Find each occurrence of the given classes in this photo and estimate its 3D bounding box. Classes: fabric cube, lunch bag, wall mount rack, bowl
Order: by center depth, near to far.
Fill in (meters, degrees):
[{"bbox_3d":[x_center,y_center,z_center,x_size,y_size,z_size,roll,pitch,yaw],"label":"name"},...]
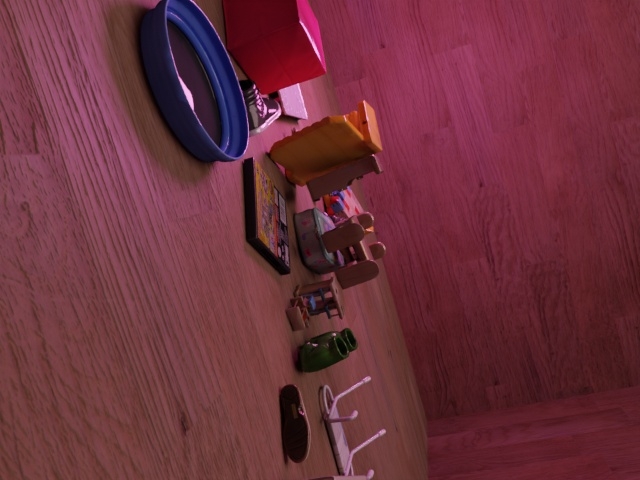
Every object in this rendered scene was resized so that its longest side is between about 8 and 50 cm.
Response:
[{"bbox_3d":[-0.287,-0.369,1.217,0.391,0.077,0.390,-15,90,-77],"label":"bowl"},{"bbox_3d":[0.115,0.614,1.693,0.304,0.131,0.349,-33,109,-76],"label":"wall mount rack"},{"bbox_3d":[-0.153,-0.693,1.730,0.258,0.259,0.253,43,36,-63],"label":"fabric cube"},{"bbox_3d":[0.000,0.000,1.928,0.279,0.108,0.223,40,38,-68],"label":"lunch bag"}]

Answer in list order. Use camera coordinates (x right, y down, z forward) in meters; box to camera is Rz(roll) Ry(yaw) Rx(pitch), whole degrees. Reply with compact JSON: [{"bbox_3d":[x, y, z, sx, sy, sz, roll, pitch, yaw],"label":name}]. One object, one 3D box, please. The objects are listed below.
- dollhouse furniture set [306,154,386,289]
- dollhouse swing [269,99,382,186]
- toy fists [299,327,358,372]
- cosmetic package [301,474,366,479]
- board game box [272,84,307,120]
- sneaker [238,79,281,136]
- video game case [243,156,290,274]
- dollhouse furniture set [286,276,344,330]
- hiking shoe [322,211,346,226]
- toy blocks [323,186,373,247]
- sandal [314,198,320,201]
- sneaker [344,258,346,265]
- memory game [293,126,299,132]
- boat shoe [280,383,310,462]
[{"bbox_3d":[0.152,-0.077,1.848,0.362,0.257,0.393,-38,107,-76],"label":"dollhouse furniture set"},{"bbox_3d":[-0.005,-0.399,1.866,0.305,0.347,0.314,42,34,-48],"label":"dollhouse swing"},{"bbox_3d":[0.016,0.333,1.576,0.096,0.142,0.279,63,12,7],"label":"toy fists"},{"bbox_3d":[0.015,0.633,1.216,0.296,0.153,0.129,50,28,-59],"label":"cosmetic package"},{"bbox_3d":[-0.167,-0.691,2.118,0.390,0.051,0.389,-43,118,-76],"label":"board game box"},{"bbox_3d":[-0.199,-0.431,1.575,0.295,0.105,0.146,-73,152,-58],"label":"sneaker"},{"bbox_3d":[-0.156,-0.068,1.524,0.248,0.035,0.274,54,26,-58],"label":"video game case"},{"bbox_3d":[-0.010,0.218,1.605,0.183,0.130,0.128,-68,142,-70],"label":"dollhouse furniture set"},{"bbox_3d":[0.043,-0.011,2.149,0.086,0.114,0.226,-31,138,-48],"label":"hiking shoe"},{"bbox_3d":[0.105,-0.150,2.449,0.260,0.191,0.381,56,21,-25],"label":"toy blocks"},{"bbox_3d":[-0.039,-0.288,2.194,0.097,0.055,0.254,-85,156,-55],"label":"sandal"},{"bbox_3d":[0.111,0.071,2.279,0.079,0.121,0.216,-75,148,-66],"label":"sneaker"},{"bbox_3d":[-0.062,-0.408,2.207,0.186,0.012,0.186,54,9,-13],"label":"memory game"},{"bbox_3d":[-0.058,0.462,1.299,0.072,0.068,0.189,76,6,-59],"label":"boat shoe"}]
